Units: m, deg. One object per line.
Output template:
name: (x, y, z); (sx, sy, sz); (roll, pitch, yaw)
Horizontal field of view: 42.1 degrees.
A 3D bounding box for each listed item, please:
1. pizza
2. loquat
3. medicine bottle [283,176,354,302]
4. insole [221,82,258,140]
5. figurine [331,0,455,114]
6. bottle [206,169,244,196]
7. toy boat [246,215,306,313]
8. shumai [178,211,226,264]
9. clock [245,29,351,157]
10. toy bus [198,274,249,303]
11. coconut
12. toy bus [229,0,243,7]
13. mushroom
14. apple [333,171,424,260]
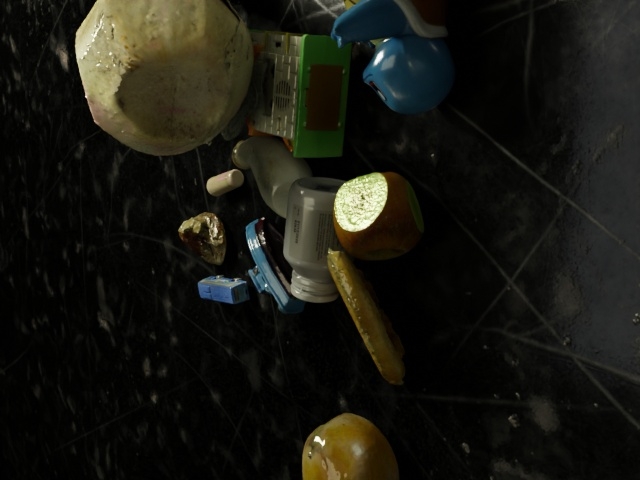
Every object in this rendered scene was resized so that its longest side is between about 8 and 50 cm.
pizza: (0.085, 0.125, 1.476); (0.292, 0.058, 0.197); (63, -178, -17)
loquat: (0.057, 0.434, 1.524); (0.179, 0.179, 0.227); (-35, 71, 48)
medicine bottle: (0.000, 0.000, 1.543); (0.135, 0.135, 0.215); (25, 116, 46)
insole: (-0.162, -0.253, 1.652); (0.193, 0.006, 0.065); (-39, 63, 57)
figurine: (0.103, -0.411, 1.303); (0.298, 0.243, 0.416); (-70, -16, -79)
bottle: (-0.210, -0.129, 1.853); (0.096, 0.045, 0.045); (-15, 85, 49)
toy boat: (-0.098, 0.054, 1.704); (0.097, 0.100, 0.223); (-44, 61, 30)
shumai: (-0.278, -0.004, 1.929); (0.139, 0.105, 0.123); (-119, 32, -62)
clock: (-0.064, -0.289, 1.604); (0.255, 0.106, 0.219); (24, 114, 51)
toy bus: (-0.221, 0.112, 1.896); (0.153, 0.061, 0.051); (4, 105, 49)
coconut: (-0.300, -0.346, 1.583); (0.353, 0.353, 0.352); (12, 106, 49)
toy bus: (-0.236, -0.535, 1.691); (0.083, 0.194, 0.088); (-41, 62, 46)
mushroom: (-0.097, -0.150, 1.675); (0.270, 0.103, 0.118); (50, 127, 47)
apple: (0.092, -0.045, 1.400); (0.146, 0.163, 0.147); (-13, 75, 19)
